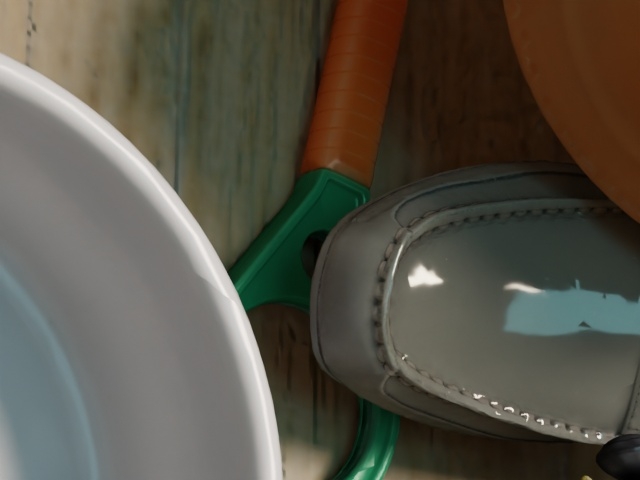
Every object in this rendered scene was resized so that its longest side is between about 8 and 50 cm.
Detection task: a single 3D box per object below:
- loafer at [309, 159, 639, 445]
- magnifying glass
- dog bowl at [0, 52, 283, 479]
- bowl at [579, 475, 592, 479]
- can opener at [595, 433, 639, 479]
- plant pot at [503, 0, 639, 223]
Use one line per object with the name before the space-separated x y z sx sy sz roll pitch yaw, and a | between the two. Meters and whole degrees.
loafer | 0.143 0.028 0.731 0.319 0.111 0.112 2 94 -35
magnifying glass | 0.000 0.000 0.721 0.092 0.026 0.231 25 66 -28
dog bowl | -0.147 0.074 0.546 0.265 0.104 0.265 10 72 -32
bowl | 0.104 0.179 0.690 0.080 0.170 0.170 -30 97 8
can opener | 0.141 0.104 0.700 0.186 0.073 0.059 34 33 -53
plant pot | 0.198 -0.116 0.664 0.203 0.291 0.291 -42 102 -38
